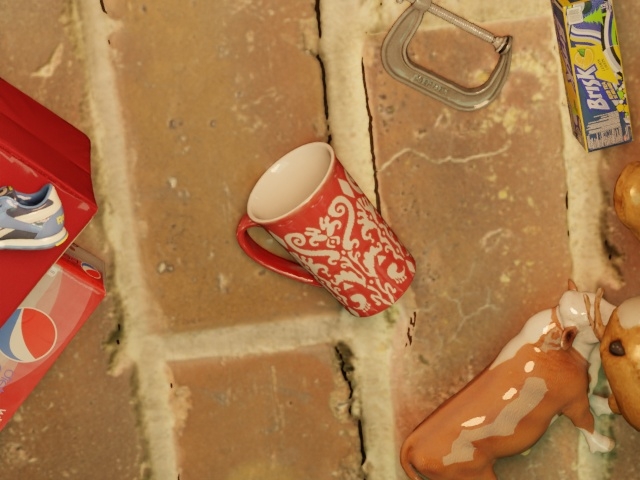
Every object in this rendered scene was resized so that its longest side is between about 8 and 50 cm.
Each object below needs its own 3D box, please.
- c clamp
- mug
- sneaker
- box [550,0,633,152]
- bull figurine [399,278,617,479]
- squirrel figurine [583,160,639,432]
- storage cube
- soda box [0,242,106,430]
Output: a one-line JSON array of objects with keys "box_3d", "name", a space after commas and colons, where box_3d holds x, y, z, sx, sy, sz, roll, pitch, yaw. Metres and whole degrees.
[{"box_3d": [0.136, -0.209, 1.902, 0.160, 0.022, 0.137, 30, 107, -20], "name": "c clamp"}, {"box_3d": [0.006, -0.007, 1.950, 0.169, 0.150, 0.113, 47, 65, -29], "name": "mug"}, {"box_3d": [-0.308, -0.023, 1.705, 0.144, 0.053, 0.059, -6, 118, -17], "name": "sneaker"}, {"box_3d": [0.283, -0.182, 1.916, 0.054, 0.059, 0.169, -14, 116, -3], "name": "box"}, {"box_3d": [0.237, 0.186, 2.060, 0.310, 0.101, 0.188, -38, 117, 9], "name": "bull figurine"}, {"box_3d": [0.455, 0.056, 1.901, 0.397, 0.281, 0.370, 30, 81, -43], "name": "squirrel figurine"}, {"box_3d": [-0.355, -0.049, 1.815, 0.193, 0.184, 0.215, 34, 105, -23], "name": "storage cube"}, {"box_3d": [-0.338, 0.114, 1.950, 0.092, 0.083, 0.263, 32, 106, -21], "name": "soda box"}]
